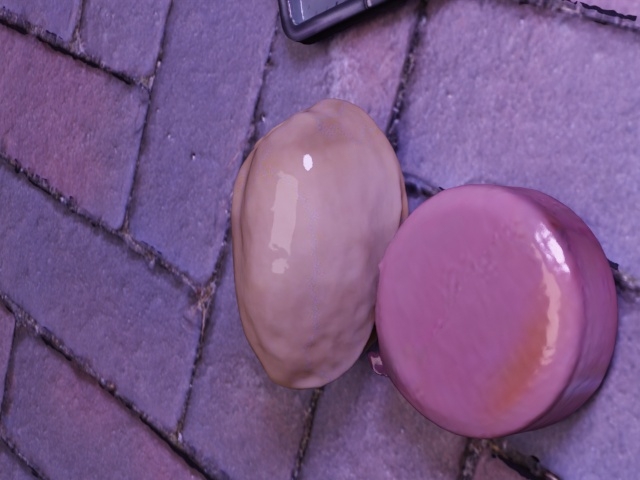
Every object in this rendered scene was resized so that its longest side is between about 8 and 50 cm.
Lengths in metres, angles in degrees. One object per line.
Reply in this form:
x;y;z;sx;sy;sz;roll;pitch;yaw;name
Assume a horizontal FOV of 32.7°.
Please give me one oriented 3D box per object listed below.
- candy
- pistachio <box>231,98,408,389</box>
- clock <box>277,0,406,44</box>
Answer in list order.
0.158;0.070;1.052;0.255;0.094;0.255;1;91;45;candy
0.000;0.000;1.161;0.187;0.187;0.299;7;102;45;pistachio
0.043;-0.379;1.193;0.279;0.049;0.273;-14;81;44;clock
